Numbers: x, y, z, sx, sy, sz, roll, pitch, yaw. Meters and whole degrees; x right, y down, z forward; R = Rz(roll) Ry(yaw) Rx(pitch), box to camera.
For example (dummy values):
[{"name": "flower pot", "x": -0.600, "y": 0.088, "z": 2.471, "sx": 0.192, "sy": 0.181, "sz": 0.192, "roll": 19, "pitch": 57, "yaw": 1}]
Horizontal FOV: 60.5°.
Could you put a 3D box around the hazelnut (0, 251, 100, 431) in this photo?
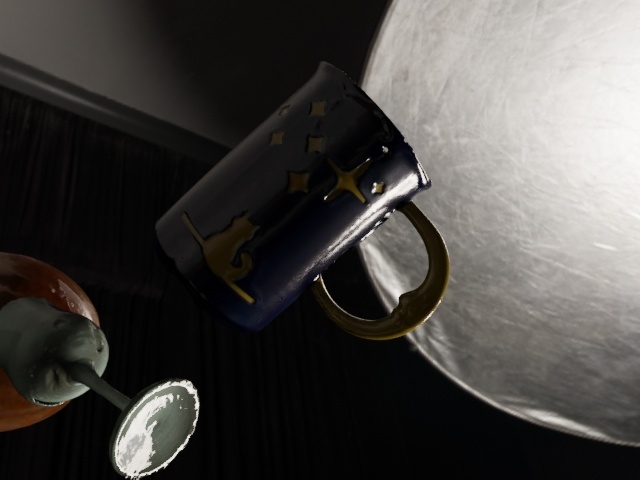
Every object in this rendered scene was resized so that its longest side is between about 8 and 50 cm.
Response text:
[{"name": "hazelnut", "x": -0.364, "y": 0.118, "z": 0.639, "sx": 0.215, "sy": 0.214, "sz": 0.176, "roll": 4, "pitch": 157, "yaw": -21}]

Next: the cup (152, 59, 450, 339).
[{"name": "cup", "x": -0.011, "y": -0.010, "z": 0.567, "sx": 0.256, "sy": 0.255, "sz": 0.178, "roll": -43, "pitch": 150, "yaw": 3}]

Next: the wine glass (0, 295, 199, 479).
[{"name": "wine glass", "x": -0.191, "y": 0.108, "z": 0.439, "sx": 0.196, "sy": 0.079, "sz": 0.079, "roll": 19, "pitch": 165, "yaw": 33}]
